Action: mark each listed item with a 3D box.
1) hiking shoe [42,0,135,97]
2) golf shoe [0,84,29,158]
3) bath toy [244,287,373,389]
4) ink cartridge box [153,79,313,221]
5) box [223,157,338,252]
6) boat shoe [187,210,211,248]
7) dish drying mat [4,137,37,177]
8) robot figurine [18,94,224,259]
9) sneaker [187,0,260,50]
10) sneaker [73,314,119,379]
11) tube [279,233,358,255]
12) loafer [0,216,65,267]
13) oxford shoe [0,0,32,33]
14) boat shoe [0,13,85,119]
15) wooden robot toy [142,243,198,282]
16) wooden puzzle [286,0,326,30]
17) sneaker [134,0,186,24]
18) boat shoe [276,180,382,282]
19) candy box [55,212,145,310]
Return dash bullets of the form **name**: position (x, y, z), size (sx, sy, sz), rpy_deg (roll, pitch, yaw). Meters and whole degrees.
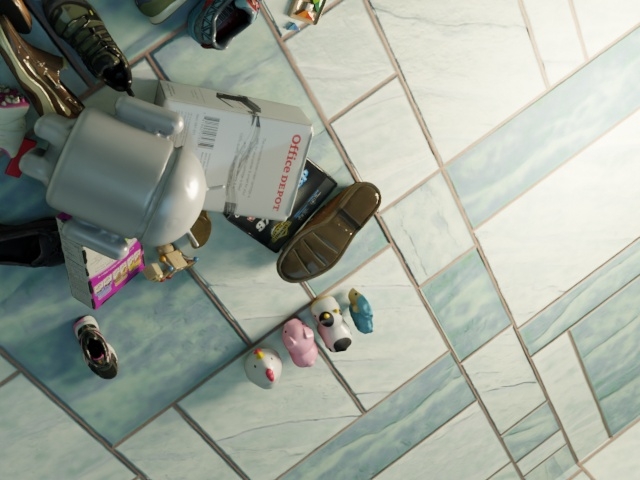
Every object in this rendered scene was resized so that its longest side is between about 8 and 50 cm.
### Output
- **hiking shoe**: position (-0.412, -0.360, 1.662), size (0.086, 0.114, 0.227), rpy_deg (-43, 134, -1)
- **golf shoe**: position (-0.677, -0.197, 1.627), size (0.306, 0.115, 0.140), rpy_deg (-6, 126, -25)
- **bath toy**: position (-0.032, 0.250, 2.270), size (0.348, 0.129, 0.151), rpy_deg (-30, 96, -10)
- **ink cartridge box**: position (-0.196, -0.180, 1.860), size (0.307, 0.129, 0.223), rpy_deg (8, 115, -20)
- **box**: position (-0.092, -0.099, 2.057), size (0.220, 0.051, 0.175), rpy_deg (-48, 130, 6)
- **boat shoe**: position (-0.277, -0.050, 1.996), size (0.056, 0.048, 0.153), rpy_deg (-27, 137, -27)
- **dish drying mat**: position (-0.583, -0.161, 1.769), size (0.032, 0.008, 0.083), rpy_deg (20, 108, -38)
- **robot figurine**: position (-0.362, -0.115, 1.669), size (0.353, 0.200, 0.300), rpy_deg (24, 102, -13)
- **sneaker**: position (-0.137, -0.465, 1.744), size (0.104, 0.125, 0.262), rpy_deg (33, 101, -40)
- **sneaker**: position (-0.503, 0.257, 2.041), size (0.072, 0.077, 0.178), rpy_deg (-29, 130, -9)
- **tube**: position (0.000, 0.000, 2.181), size (0.207, 0.052, 0.080), rpy_deg (-27, 136, -19)
- **loafer**: position (-0.592, 0.017, 1.820), size (0.302, 0.095, 0.109), rpy_deg (1, 119, -31)
- **oxford shoe**: position (-0.549, -0.449, 1.566), size (0.212, 0.076, 0.076), rpy_deg (69, 37, -49)
- **boat shoe**: position (-0.510, -0.316, 1.659), size (0.095, 0.095, 0.257), rpy_deg (-31, 142, -9)
- **wooden robot toy**: position (-0.344, 0.041, 1.997), size (0.076, 0.079, 0.173), rpy_deg (-35, 173, 30)
- **wooden puzzle**: position (-0.025, -0.483, 1.869), size (0.078, 0.014, 0.116), rpy_deg (3, 119, -30)
- **sneaker**: position (-0.270, -0.494, 1.689), size (0.192, 0.064, 0.086), rpy_deg (-43, 136, 6)
- **boat shoe**: position (0.015, -0.014, 2.107), size (0.307, 0.104, 0.111), rpy_deg (-41, 103, -12)
- **candy box**: position (-0.442, 0.006, 1.845), size (0.159, 0.071, 0.233), rpy_deg (-45, 153, -38)
